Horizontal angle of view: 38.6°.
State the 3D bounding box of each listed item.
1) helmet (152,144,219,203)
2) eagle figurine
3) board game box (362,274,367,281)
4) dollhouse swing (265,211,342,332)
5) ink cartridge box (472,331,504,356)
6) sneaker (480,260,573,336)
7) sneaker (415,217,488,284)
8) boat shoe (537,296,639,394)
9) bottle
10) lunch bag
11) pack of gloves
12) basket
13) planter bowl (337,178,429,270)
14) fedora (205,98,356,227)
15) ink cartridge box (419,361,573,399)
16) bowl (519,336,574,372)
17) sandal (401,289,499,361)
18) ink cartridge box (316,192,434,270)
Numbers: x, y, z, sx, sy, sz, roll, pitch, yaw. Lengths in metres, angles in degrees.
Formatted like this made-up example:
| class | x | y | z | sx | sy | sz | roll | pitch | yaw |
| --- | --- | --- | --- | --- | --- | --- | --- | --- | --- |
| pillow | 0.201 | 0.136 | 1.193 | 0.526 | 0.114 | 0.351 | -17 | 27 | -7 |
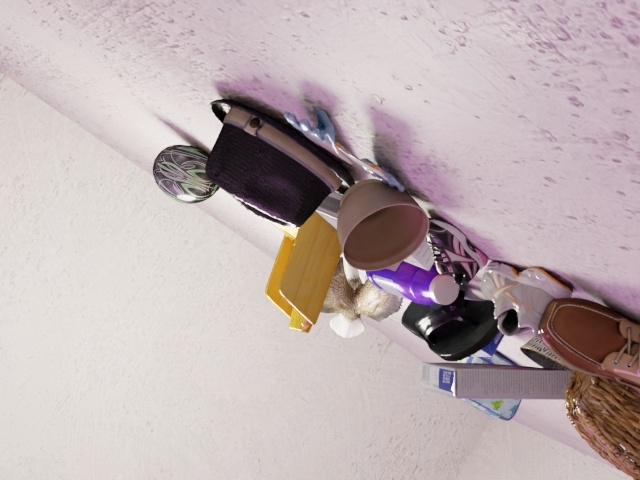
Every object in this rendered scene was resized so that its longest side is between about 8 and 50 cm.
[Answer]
| class | x | y | z | sx | sy | sz | roll | pitch | yaw |
| --- | --- | --- | --- | --- | --- | --- | --- | --- | --- |
| helmet | -0.358 | -0.177 | 2.437 | 0.169 | 0.169 | 0.161 | 29 | -173 | 22 |
| eagle figurine | 0.097 | 0.146 | 2.581 | 0.225 | 0.226 | 0.298 | 52 | 177 | 1 |
| board game box | 0.182 | 0.146 | 2.832 | 0.090 | 0.020 | 0.090 | 28 | 170 | 27 |
| dollhouse swing | -0.131 | 0.033 | 2.317 | 0.305 | 0.315 | 0.347 | 21 | 173 | -8 |
| ink cartridge box | 0.403 | 0.235 | 2.247 | 0.046 | 0.097 | 0.207 | 32 | 173 | 1 |
| sneaker | 0.341 | 0.112 | 1.649 | 0.099 | 0.121 | 0.262 | 34 | 172 | -10 |
| sneaker | 0.235 | 0.024 | 1.678 | 0.178 | 0.077 | 0.072 | 37 | 170 | -28 |
| boat shoe | 0.517 | 0.184 | 1.489 | 0.324 | 0.122 | 0.120 | 25 | 168 | -9 |
| bottle | 0.214 | 0.090 | 2.109 | 0.118 | 0.092 | 0.283 | 35 | 171 | -25 |
| lunch bag | 0.502 | 0.418 | 2.719 | 0.219 | 0.176 | 0.090 | 32 | 167 | -14 |
| pack of gloves | 0.049 | -0.155 | 1.490 | 0.195 | 0.046 | 0.232 | 31 | -178 | 17 |
| basket | 0.597 | 0.331 | 1.668 | 0.299 | 0.213 | 0.223 | 32 | 171 | 6 |
| planter bowl | 0.097 | -0.040 | 1.616 | 0.162 | 0.162 | 0.109 | 41 | -162 | -48 |
| fedora | -0.099 | -0.126 | 1.740 | 0.334 | 0.152 | 0.334 | 33 | 175 | 3 |
| ink cartridge box | 0.405 | 0.298 | 1.944 | 0.330 | 0.071 | 0.324 | 1 | 174 | -7 |
| bowl | 0.508 | 0.234 | 1.899 | 0.170 | 0.080 | 0.170 | 31 | 173 | 4 |
| sandal | 0.279 | 0.178 | 2.147 | 0.107 | 0.167 | 0.446 | 41 | 170 | -15 |
| ink cartridge box | 0.147 | 0.001 | 1.953 | 0.275 | 0.060 | 0.239 | 23 | 167 | 47 |
